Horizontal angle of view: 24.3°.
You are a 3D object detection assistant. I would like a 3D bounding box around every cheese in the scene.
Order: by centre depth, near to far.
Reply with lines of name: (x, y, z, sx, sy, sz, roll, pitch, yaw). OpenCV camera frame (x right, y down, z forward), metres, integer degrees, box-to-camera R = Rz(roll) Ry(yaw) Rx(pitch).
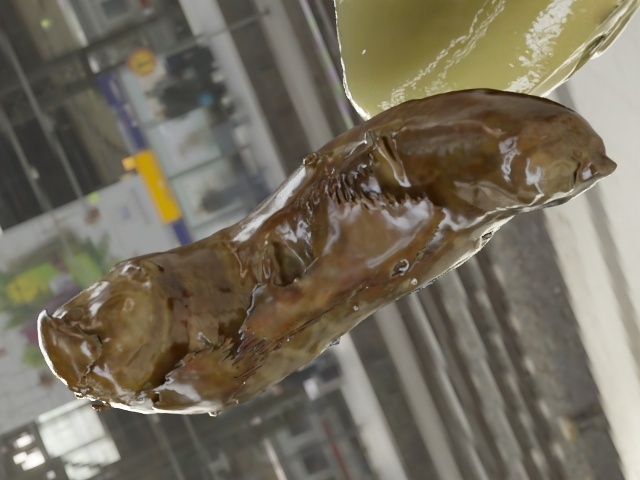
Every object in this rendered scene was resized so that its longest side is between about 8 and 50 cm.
cheese: (0.126, -0.211, 1.041, 0.316, 0.128, 0.259, -15, 82, 48)

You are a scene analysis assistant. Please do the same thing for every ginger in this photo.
ginger: (-0.001, 0.005, 0.806, 0.107, 0.309, 0.133, 62, -178, 17)
